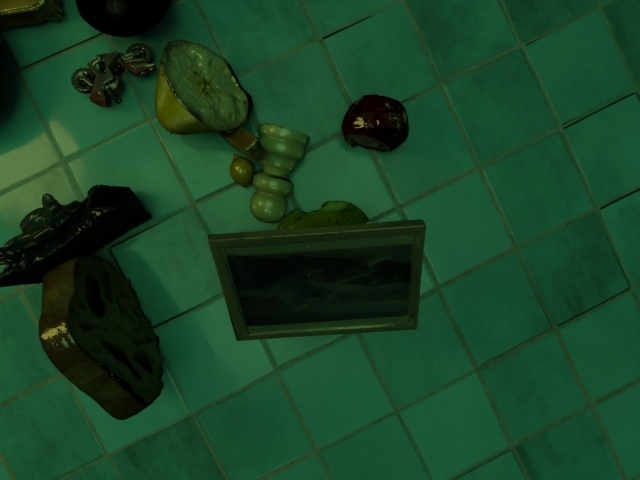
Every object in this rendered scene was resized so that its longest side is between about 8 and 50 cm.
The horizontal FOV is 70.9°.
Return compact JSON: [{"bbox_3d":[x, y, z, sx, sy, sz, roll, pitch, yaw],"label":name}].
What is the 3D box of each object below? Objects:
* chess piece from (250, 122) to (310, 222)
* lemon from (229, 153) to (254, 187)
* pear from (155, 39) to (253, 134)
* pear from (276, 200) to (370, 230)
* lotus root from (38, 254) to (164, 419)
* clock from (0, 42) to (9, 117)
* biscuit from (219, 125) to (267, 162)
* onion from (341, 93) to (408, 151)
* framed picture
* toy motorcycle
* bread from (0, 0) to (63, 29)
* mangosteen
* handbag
[{"bbox_3d":[-0.116,-0.166,1.158,0.133,0.133,0.243,13,98,-4],"label":"chess piece"},{"bbox_3d":[-0.205,-0.183,1.173,0.065,0.065,0.092,-20,95,-3],"label":"lemon"},{"bbox_3d":[-0.321,-0.347,1.106,0.178,0.267,0.267,-23,93,34],"label":"pear"},{"bbox_3d":[0.000,0.000,1.103,0.292,0.292,0.160,-16,102,-3],"label":"pear"},{"bbox_3d":[-0.493,0.213,1.025,0.111,0.375,0.391,-26,81,-7],"label":"lotus root"},{"bbox_3d":[-0.937,-0.416,1.065,0.385,0.076,0.387,2,108,5],"label":"clock"},{"bbox_3d":[-0.194,-0.244,1.117,0.052,0.188,0.056,-43,130,-6],"label":"biscuit"},{"bbox_3d":[0.154,-0.306,1.126,0.173,0.198,0.136,10,85,-21],"label":"onion"},{"bbox_3d":[0.002,0.101,1.003,0.445,0.028,0.326,-5,130,2],"label":"framed picture"},{"bbox_3d":[-0.515,-0.414,1.141,0.212,0.084,0.118,-29,85,-7],"label":"toy motorcycle"},{"bbox_3d":[-0.778,-0.604,1.107,0.241,0.107,0.136,-11,95,-2],"label":"bread"},{"bbox_3d":[-0.483,-0.624,1.031,0.233,0.287,0.288,-1,92,8],"label":"mangosteen"},{"bbox_3d":[-0.593,-0.018,1.052,0.325,0.269,0.118,-35,92,-2],"label":"handbag"}]
